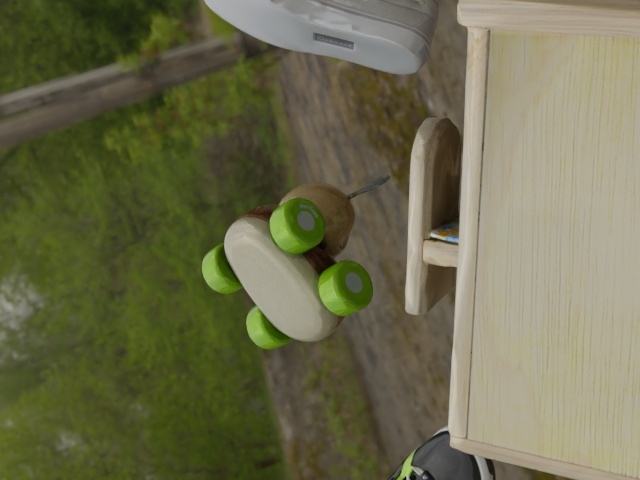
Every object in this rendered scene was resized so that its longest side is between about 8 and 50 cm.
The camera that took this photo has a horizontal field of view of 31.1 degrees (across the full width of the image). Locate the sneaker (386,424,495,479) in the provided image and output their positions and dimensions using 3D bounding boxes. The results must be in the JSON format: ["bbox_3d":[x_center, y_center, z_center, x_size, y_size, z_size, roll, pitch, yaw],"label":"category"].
[{"bbox_3d":[0.061,0.259,0.993,0.084,0.235,0.097,45,-158,31],"label":"sneaker"}]

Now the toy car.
[{"bbox_3d":[0.000,0.000,1.192,0.149,0.188,0.155,52,138,-8],"label":"toy car"}]

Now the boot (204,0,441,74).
[{"bbox_3d":[0.008,-0.277,1.272,0.095,0.258,0.123,106,-178,-70],"label":"boot"}]

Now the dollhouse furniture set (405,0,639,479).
[{"bbox_3d":[0.229,-0.043,0.744,0.394,0.362,0.257,-30,-55,-58],"label":"dollhouse furniture set"}]
